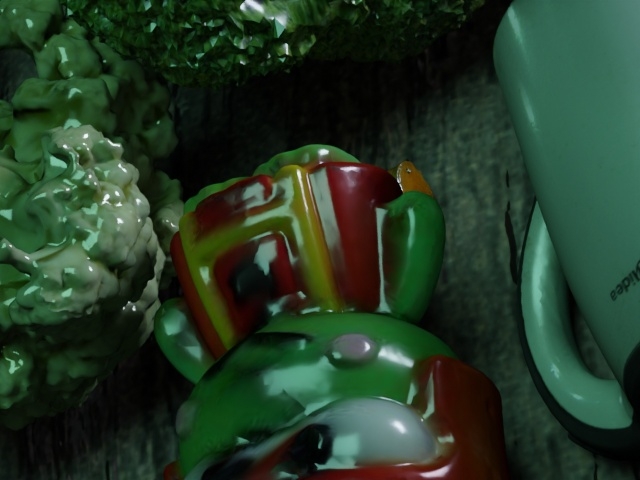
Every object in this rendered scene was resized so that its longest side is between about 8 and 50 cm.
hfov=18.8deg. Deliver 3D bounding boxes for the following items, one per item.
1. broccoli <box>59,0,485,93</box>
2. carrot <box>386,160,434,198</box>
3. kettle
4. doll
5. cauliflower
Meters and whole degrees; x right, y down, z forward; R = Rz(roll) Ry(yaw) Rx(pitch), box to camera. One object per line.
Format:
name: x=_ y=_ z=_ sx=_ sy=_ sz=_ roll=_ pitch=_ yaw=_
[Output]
broccoli: x=-0.030 y=-0.266 z=1.184 sx=0.310 sy=0.321 sz=0.413 roll=-33 pitch=45 yaw=49
carrot: x=0.000 y=0.000 z=1.152 sx=0.139 sy=0.048 sz=0.048 roll=-24 pitch=51 yaw=19
kettle: x=0.177 y=-0.008 z=0.995 sx=0.221 sy=0.161 sz=0.236 roll=-45 pitch=45 yaw=36
doll: x=0.010 y=0.127 z=0.990 sx=0.183 sy=0.160 sz=0.363 roll=-22 pitch=54 yaw=19
cauliflower: x=-0.196 y=-0.035 z=1.149 sx=0.260 sy=0.281 sz=0.327 roll=-29 pitch=24 yaw=-21
